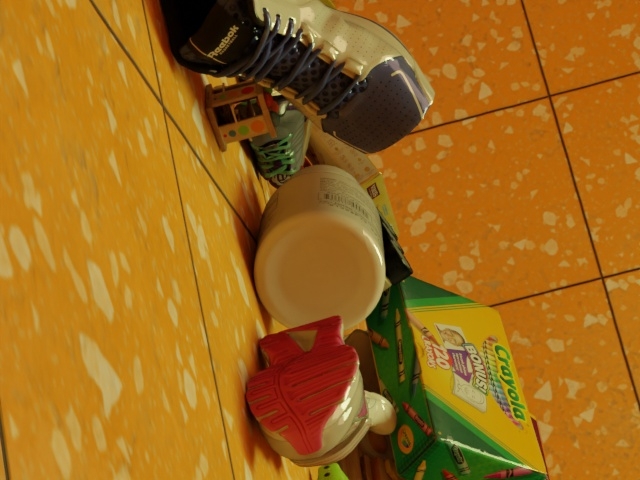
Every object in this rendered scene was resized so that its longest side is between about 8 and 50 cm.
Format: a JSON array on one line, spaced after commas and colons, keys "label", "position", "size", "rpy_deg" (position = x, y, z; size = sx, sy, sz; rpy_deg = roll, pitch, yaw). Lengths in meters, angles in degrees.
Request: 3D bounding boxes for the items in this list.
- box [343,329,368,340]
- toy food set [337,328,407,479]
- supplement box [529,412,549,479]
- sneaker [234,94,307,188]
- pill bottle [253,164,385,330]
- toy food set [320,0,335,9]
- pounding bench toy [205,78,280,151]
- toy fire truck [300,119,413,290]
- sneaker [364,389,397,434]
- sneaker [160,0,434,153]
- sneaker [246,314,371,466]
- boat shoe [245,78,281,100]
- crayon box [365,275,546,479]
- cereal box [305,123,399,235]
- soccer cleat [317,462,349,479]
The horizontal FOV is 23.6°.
[{"label": "box", "position": [0.126, 0.276, 2.192], "size": [0.148, 0.121, 0.311], "rpy_deg": [43, 32, -78]}, {"label": "toy food set", "position": [0.125, 0.269, 1.851], "size": [0.219, 0.092, 0.306], "rpy_deg": [36, 27, -30]}, {"label": "supplement box", "position": [0.229, 0.303, 1.969], "size": [0.081, 0.104, 0.188], "rpy_deg": [35, 30, -30]}, {"label": "sneaker", "position": [-0.044, -0.109, 1.726], "size": [0.223, 0.083, 0.098], "rpy_deg": [-5, 85, -85]}, {"label": "pill bottle", "position": [0.000, 0.000, 1.600], "size": [0.229, 0.131, 0.131], "rpy_deg": [-88, 163, -72]}, {"label": "toy food set", "position": [-0.060, -0.288, 1.840], "size": [0.071, 0.128, 0.218], "rpy_deg": [63, 7, 9]}, {"label": "pounding bench toy", "position": [-0.076, -0.138, 1.535], "size": [0.083, 0.065, 0.052], "rpy_deg": [-97, 170, -56]}, {"label": "toy fire truck", "position": [0.006, -0.055, 1.889], "size": [0.246, 0.158, 0.217], "rpy_deg": [53, 7, -16]}, {"label": "sneaker", "position": [0.031, 0.193, 1.726], "size": [0.152, 0.053, 0.061], "rpy_deg": [36, 46, -39]}, {"label": "sneaker", "position": [-0.050, -0.182, 1.420], "size": [0.315, 0.127, 0.182], "rpy_deg": [43, 30, -12]}, {"label": "sneaker", "position": [0.001, 0.150, 1.362], "size": [0.252, 0.103, 0.111], "rpy_deg": [-76, 149, -77]}, {"label": "boat shoe", "position": [-0.063, -0.205, 1.858], "size": [0.170, 0.063, 0.059], "rpy_deg": [-89, 167, -74]}, {"label": "crayon box", "position": [0.158, 0.180, 1.855], "size": [0.165, 0.081, 0.278], "rpy_deg": [22, 35, -27]}, {"label": "cereal box", "position": [0.017, -0.119, 2.125], "size": [0.240, 0.047, 0.173], "rpy_deg": [53, -7, 31]}, {"label": "soccer cleat", "position": [0.039, 0.303, 1.583], "size": [0.072, 0.060, 0.179], "rpy_deg": [-99, 170, -54]}]
